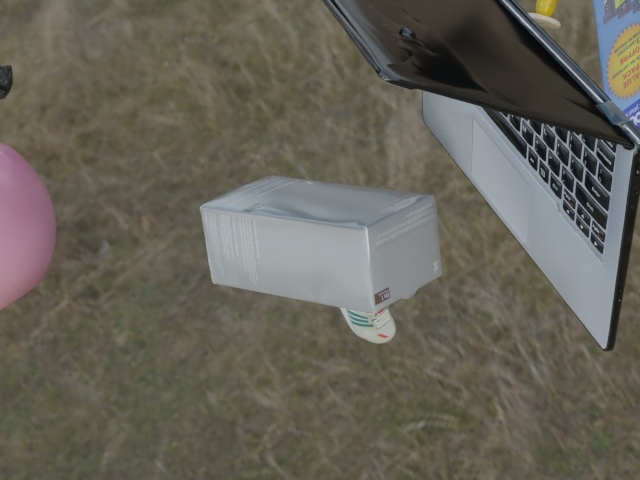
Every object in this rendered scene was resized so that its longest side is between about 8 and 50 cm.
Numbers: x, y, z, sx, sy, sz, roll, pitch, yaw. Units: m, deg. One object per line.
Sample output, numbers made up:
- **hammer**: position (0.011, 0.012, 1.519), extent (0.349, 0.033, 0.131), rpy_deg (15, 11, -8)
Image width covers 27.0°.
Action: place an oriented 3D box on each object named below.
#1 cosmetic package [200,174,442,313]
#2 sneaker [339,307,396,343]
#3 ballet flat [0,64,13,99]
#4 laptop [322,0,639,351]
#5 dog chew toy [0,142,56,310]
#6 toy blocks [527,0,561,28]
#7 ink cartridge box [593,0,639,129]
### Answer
- **cosmetic package**: position (0.000, 0.000, 1.439), extent (0.238, 0.107, 0.127), rpy_deg (5, 21, 38)
- **sneaker**: position (0.072, 0.100, 1.896), extent (0.057, 0.161, 0.075), rpy_deg (-48, 37, -16)
- **ballet flat**: position (-0.486, -0.228, 1.745), extent (0.057, 0.173, 0.049), rpy_deg (-14, 67, 50)
- **laptop**: position (0.084, -0.124, 1.191), extent (0.236, 0.407, 0.382), rpy_deg (-19, 47, -14)
- **dog chew toy**: position (-0.390, -0.074, 1.221), extent (0.207, 0.331, 0.206), rpy_deg (-31, 8, 5)
- **toy blocks**: position (0.282, -0.368, 1.782), extent (0.123, 0.054, 0.148), rpy_deg (17, 90, 20)
- **ink cartridge box**: position (0.520, -0.274, 1.825), extent (0.270, 0.151, 0.395), rpy_deg (-39, 48, 53)
